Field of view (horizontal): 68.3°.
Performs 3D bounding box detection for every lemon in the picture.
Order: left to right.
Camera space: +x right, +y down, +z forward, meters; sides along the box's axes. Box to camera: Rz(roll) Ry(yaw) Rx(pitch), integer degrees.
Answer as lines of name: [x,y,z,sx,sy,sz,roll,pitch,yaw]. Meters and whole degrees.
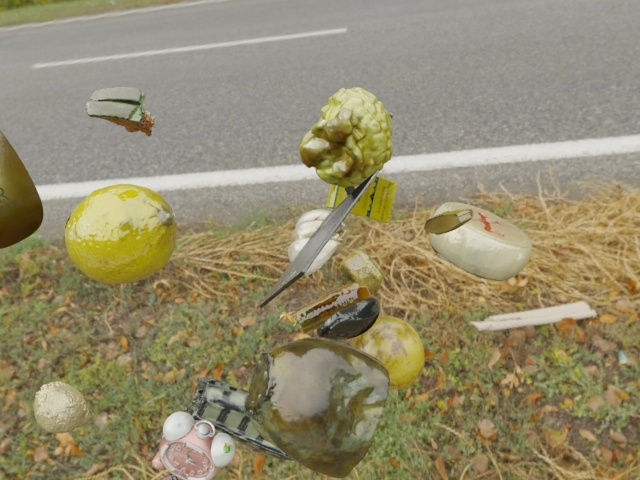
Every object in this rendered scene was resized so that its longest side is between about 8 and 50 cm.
lemon: [-0.657,-0.025,1.601,0.387,0.350,0.350,-23,32,18]

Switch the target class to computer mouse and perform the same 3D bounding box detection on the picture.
computer mouse: [-0.688,-0.134,0.949,0.072,0.310,0.158,-11,22,33]
computer mouse: [0.107,0.262,1.510,0.270,0.137,0.086,-15,62,-45]

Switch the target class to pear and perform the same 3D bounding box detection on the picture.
pear: [0.250,0.420,1.759,0.281,0.280,0.281,-6,35,4]

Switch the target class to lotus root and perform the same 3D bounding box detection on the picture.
lotus root: [-0.010,0.322,0.973,0.149,0.260,0.267,-2,58,62]

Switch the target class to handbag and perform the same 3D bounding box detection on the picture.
handbag: [-0.222,0.520,1.397,0.327,0.325,0.162,25,66,-13]

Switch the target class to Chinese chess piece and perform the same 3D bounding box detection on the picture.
Chinese chess piece: [0.527,-0.002,1.579,0.338,0.140,0.338,16,23,-7]

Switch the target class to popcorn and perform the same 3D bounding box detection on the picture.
popcorn: [0.063,-0.246,1.141,0.237,0.206,0.251,-39,-12,18]

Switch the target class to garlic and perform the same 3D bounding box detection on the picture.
garlic: [-0.007,-0.015,1.642,0.203,0.185,0.281,-32,2,30]

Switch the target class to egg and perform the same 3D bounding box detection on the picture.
egg: [-0.655,0.422,1.191,0.140,0.116,0.118,47,30,4]

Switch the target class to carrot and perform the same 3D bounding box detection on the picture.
carrot: [0.047,0.252,1.790,0.302,0.114,0.114,-22,37,-16]

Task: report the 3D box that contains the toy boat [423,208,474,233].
toy boat: [0.288,-0.042,1.083,0.049,0.047,0.149,-21,0,-28]

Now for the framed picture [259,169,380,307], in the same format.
framed picture: [-0.004,-0.004,1.035,0.013,0.244,0.324,40,55,-6]

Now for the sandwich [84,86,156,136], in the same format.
sandwich: [-0.648,-0.425,1.554,0.185,0.160,0.109,6,81,3]

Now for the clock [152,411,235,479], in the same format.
clock: [-0.276,0.455,1.045,0.166,0.162,0.093,29,32,-1]

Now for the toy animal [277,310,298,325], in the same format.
toy animal: [-0.131,0.319,1.903,0.083,0.060,0.081,-25,59,21]

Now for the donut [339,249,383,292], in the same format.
donut: [0.177,0.153,2.115,0.128,0.261,0.208,-33,69,-14]

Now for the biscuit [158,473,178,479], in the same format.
biscuit: [-0.349,0.708,1.194,0.070,0.252,0.106,-26,33,-24]

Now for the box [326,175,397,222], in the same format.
box: [0.149,-0.160,1.639,0.279,0.153,0.041,12,2,-38]
